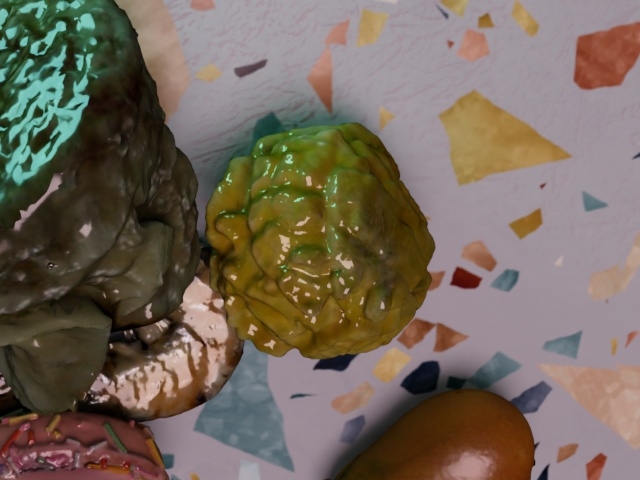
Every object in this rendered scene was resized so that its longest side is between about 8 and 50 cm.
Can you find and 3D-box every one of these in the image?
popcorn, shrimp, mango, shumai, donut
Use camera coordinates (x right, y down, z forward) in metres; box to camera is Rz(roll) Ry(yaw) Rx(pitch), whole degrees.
[{"bbox_3d":[-0.005,0.007,1.485,0.225,0.249,0.249,-26,121,34],"label":"popcorn"},{"bbox_3d":[-0.258,0.087,1.545,0.365,0.071,0.233,0,105,-11],"label":"shrimp"},{"bbox_3d":[0.134,0.278,1.673,0.254,0.139,0.175,-40,104,16],"label":"mango"},{"bbox_3d":[-0.256,-0.039,1.360,0.395,0.395,0.348,-41,136,8],"label":"shumai"},{"bbox_3d":[-0.259,0.242,1.549,0.199,0.085,0.233,-14,149,16],"label":"donut"}]
